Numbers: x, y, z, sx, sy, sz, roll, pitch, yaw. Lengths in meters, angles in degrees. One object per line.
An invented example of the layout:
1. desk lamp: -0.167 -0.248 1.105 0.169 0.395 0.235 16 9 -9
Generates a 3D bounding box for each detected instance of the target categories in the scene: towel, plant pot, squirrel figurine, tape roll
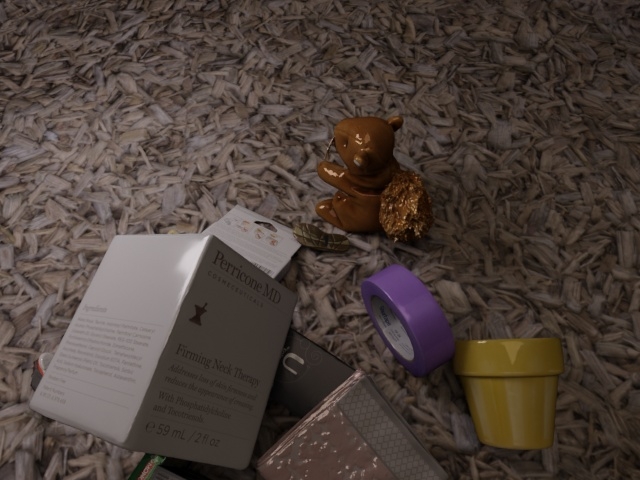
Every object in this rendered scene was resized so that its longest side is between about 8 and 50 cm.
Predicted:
1. towel: 0.079 0.510 1.000 0.317 0.053 0.331 -39 92 -14
2. plant pot: 0.450 0.356 1.085 0.254 0.254 0.238 -2 78 0
3. squirrel figurine: 0.179 -0.173 1.287 0.397 0.370 0.281 41 69 20
4. tape roll: 0.212 0.199 1.140 0.090 0.274 0.274 -29 65 -14

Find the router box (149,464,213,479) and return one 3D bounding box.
1. router box: -0.197 0.581 0.958 0.309 0.243 0.081 19 64 12

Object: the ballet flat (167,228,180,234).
1. ballet flat: -0.444 0.040 1.364 0.058 0.049 0.173 -6 62 -3

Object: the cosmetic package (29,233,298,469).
1. cosmetic package: -0.310 0.229 0.980 0.328 0.329 0.393 -1 62 34

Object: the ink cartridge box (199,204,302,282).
1. ink cartridge box: -0.210 0.018 1.370 0.275 0.060 0.239 25 40 14

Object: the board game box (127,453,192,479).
1. board game box: -0.412 0.603 0.966 0.046 0.213 0.317 27 66 15

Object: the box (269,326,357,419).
1. box: -0.052 0.331 1.134 0.270 0.143 0.165 30 77 15

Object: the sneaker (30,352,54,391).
1. sneaker: -0.726 0.379 1.192 0.065 0.061 0.157 -28 60 17

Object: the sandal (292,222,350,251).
1. sandal: 0.000 0.000 1.385 0.180 0.049 0.072 14 68 -8

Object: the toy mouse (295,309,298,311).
1. toy mouse: -0.147 0.221 1.271 0.161 0.031 0.143 4 62 3
